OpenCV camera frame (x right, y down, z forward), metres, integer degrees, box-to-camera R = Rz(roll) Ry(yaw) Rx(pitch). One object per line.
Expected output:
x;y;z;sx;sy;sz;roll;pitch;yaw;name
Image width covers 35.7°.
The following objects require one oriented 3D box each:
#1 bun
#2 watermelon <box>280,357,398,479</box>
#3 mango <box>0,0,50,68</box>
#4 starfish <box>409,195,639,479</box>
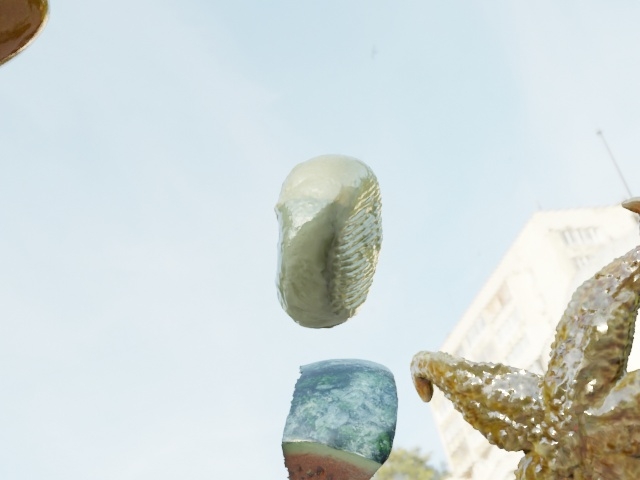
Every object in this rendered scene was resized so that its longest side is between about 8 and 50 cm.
0.000;0.000;1.071;0.111;0.164;0.188;9;-63;20;bun
0.008;0.282;1.493;0.148;0.226;0.318;17;5;-6;watermelon
-0.329;-0.190;0.732;0.253;0.138;0.113;14;5;-11;mango
0.212;0.148;0.791;0.094;0.327;0.375;5;-74;-64;starfish
